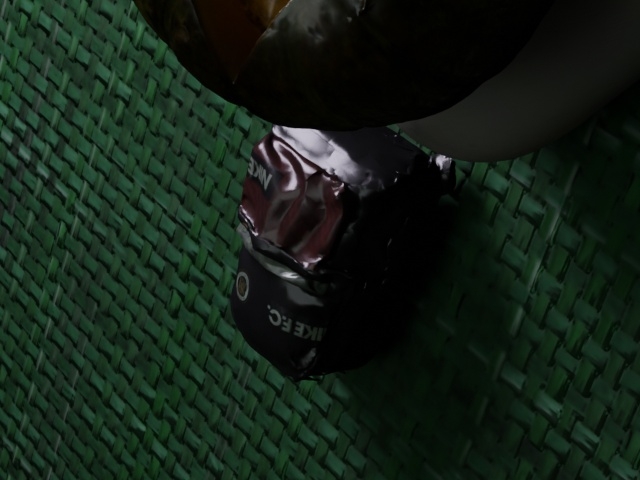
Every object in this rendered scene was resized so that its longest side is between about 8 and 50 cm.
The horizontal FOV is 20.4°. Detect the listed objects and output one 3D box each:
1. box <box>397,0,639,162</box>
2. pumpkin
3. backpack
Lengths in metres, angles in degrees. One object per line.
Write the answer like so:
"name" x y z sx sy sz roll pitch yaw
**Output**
"box" 0.120 -0.222 0.893 0.349 0.141 0.289 -40 62 45
"pumpkin" 0.012 -0.168 0.792 0.238 0.159 0.238 3 97 29
"backpack" 0.002 0.003 1.080 0.120 0.105 0.165 32 114 39
